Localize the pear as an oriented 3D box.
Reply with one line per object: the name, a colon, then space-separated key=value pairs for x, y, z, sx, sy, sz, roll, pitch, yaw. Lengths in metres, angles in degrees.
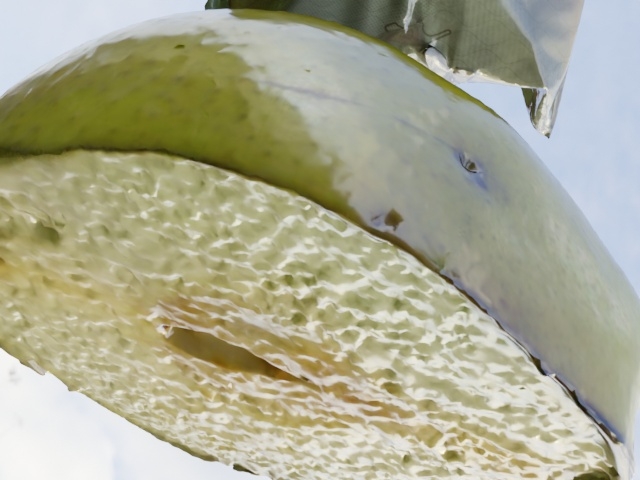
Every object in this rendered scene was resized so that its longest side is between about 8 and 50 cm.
pear: x=0.000 y=0.000 z=0.708 sx=0.340 sy=0.386 sz=0.191 roll=111 pitch=1 yaw=-60

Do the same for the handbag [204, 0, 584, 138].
handbag: x=0.055 y=-0.161 z=0.821 sx=0.117 sy=0.270 sz=0.182 roll=-121 pitch=-145 yaw=-73
